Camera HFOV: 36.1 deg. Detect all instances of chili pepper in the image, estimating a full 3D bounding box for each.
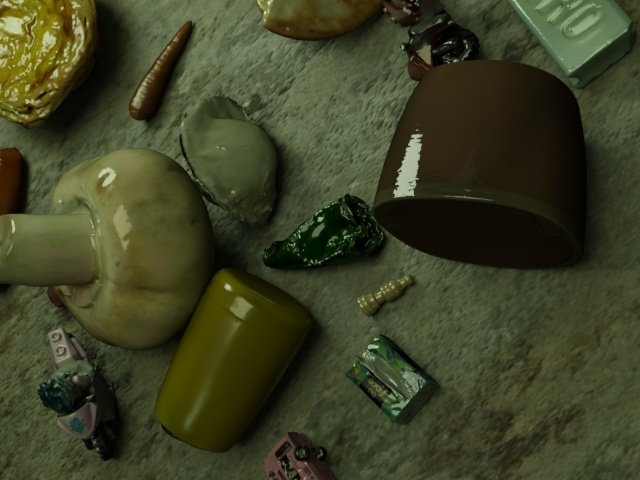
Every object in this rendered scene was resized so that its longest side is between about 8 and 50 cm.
[{"bbox_3d":[-0.001,-0.001,1.585,0.216,0.062,0.108,-15,64,25],"label":"chili pepper"}]

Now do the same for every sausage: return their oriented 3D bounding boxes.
[{"bbox_3d":[-0.639,-0.045,1.922,0.089,0.083,0.300,-9,72,39],"label":"sausage"},{"bbox_3d":[-0.471,0.078,1.817,0.059,0.054,0.094,27,90,30],"label":"sausage"}]

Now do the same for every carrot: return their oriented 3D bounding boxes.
[{"bbox_3d":[-0.295,-0.320,1.835,0.048,0.048,0.216,25,85,31],"label":"carrot"}]

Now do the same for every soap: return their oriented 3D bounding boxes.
[{"bbox_3d":[0.371,-0.340,1.467,0.119,0.066,0.198,-38,63,17],"label":"soap"}]

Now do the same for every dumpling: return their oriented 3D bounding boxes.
[{"bbox_3d":[-0.163,-0.132,1.642,0.142,0.172,0.247,-32,65,34],"label":"dumpling"}]

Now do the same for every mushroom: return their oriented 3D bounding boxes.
[{"bbox_3d":[-0.338,-0.007,1.609,0.325,0.353,0.353,-49,61,5],"label":"mushroom"}]

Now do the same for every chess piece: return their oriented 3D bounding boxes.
[{"bbox_3d":[0.104,0.081,1.524,0.092,0.035,0.035,-33,64,13],"label":"chess piece"}]

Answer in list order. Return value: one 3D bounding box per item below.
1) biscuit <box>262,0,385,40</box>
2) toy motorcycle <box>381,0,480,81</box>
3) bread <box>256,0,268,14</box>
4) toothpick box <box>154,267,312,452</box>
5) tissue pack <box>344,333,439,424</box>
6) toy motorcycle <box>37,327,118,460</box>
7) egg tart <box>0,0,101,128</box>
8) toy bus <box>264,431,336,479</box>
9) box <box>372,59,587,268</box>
[{"bbox_3d":[0.029,-0.468,1.643,0.204,0.040,0.309,16,83,-6],"label":"biscuit"},{"bbox_3d":[0.162,-0.333,1.569,0.118,0.084,0.212,-41,54,15],"label":"toy motorcycle"},{"bbox_3d":[-0.036,-0.484,1.709,0.102,0.094,0.246,11,83,21],"label":"bread"},{"bbox_3d":[-0.145,0.196,1.548,0.175,0.175,0.271,33,97,30],"label":"toothpick box"},{"bbox_3d":[0.102,0.205,1.464,0.111,0.079,0.085,43,98,30],"label":"tissue pack"},{"bbox_3d":[-0.421,0.246,1.666,0.108,0.204,0.239,-40,66,-5],"label":"toy motorcycle"},{"bbox_3d":[-0.543,-0.380,1.931,0.341,0.129,0.341,-7,76,27],"label":"egg tart"},{"bbox_3d":[-0.006,0.387,1.487,0.090,0.063,0.203,-48,59,13],"label":"toy bus"},{"bbox_3d":[0.230,-0.103,1.357,0.301,0.301,0.216,3,74,29],"label":"box"}]
